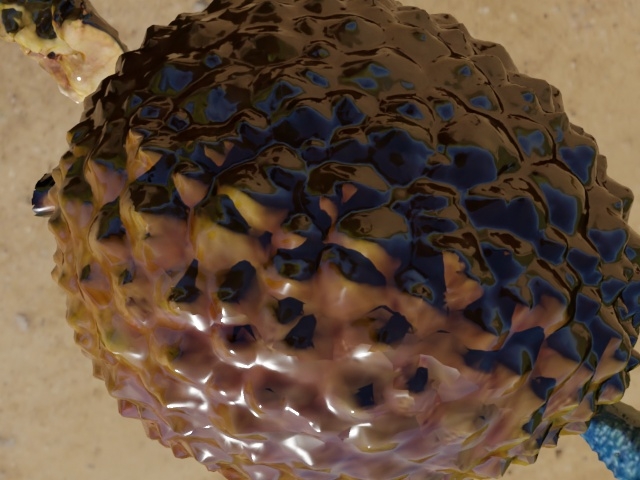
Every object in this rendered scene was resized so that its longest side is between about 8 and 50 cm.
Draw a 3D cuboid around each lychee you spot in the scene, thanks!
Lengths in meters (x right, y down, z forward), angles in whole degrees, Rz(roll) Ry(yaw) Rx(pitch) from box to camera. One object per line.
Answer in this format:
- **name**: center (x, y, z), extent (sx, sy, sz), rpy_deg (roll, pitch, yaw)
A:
- **lychee**: center (0.000, 0.000, 0.503), extent (0.238, 0.200, 0.200), rpy_deg (14, 137, 25)

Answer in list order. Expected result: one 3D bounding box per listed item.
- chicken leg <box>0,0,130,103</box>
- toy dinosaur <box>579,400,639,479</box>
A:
- **chicken leg**: center (-0.220, -0.262, 0.942), extent (0.182, 0.409, 0.295), rpy_deg (-31, 163, -2)
- **toy dinosaur**: center (0.226, 0.128, 0.691), extent (0.147, 0.363, 0.076), rpy_deg (-49, 145, -7)
